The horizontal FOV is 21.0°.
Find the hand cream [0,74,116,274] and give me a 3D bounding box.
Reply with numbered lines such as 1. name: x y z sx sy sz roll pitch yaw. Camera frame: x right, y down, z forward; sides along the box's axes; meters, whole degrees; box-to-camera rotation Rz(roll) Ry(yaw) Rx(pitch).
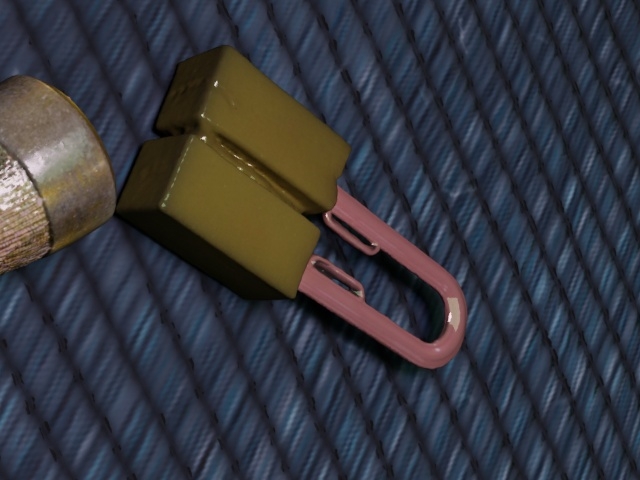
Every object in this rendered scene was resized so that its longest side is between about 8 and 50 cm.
1. hand cream: -0.189 0.007 0.781 0.203 0.084 0.084 -39 108 -30

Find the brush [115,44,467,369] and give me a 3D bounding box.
1. brush: 0.000 0.000 0.957 0.233 0.047 0.103 37 61 -32
